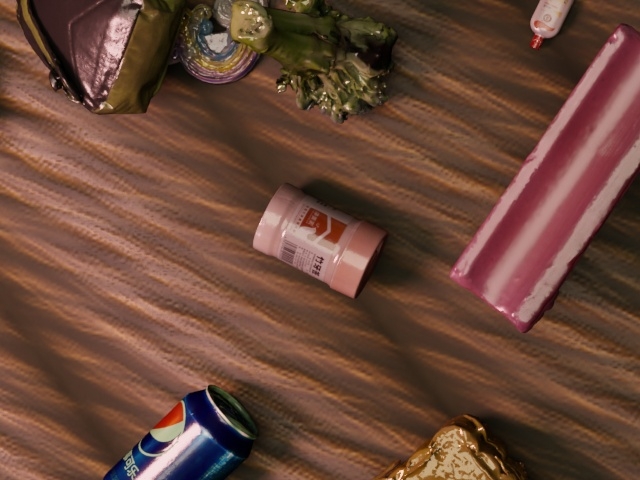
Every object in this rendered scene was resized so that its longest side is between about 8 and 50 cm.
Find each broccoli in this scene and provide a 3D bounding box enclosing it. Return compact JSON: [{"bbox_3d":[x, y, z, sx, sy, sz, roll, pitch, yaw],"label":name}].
[{"bbox_3d":[-0.026,-0.236,1.802,0.165,0.304,0.145,29,97,24],"label":"broccoli"}]

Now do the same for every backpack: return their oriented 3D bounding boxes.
[{"bbox_3d":[-0.297,-0.289,1.894,0.253,0.140,0.207,40,119,30],"label":"backpack"}]

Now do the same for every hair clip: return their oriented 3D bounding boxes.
[{"bbox_3d":[-0.143,-0.262,1.951,0.172,0.049,0.116,-12,104,2],"label":"hair clip"}]

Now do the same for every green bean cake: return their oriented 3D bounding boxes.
[{"bbox_3d":[0.174,0.359,1.877,0.230,0.131,0.224,-43,83,12],"label":"green bean cake"}]

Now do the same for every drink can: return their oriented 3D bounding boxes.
[{"bbox_3d":[-0.183,0.290,1.940,0.205,0.118,0.118,-44,85,7],"label":"drink can"}]

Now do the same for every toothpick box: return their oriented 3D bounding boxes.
[{"bbox_3d":[0.000,0.000,1.906,0.149,0.098,0.098,26,96,8],"label":"toothpick box"}]

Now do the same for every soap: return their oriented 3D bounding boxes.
[{"bbox_3d":[0.309,-0.073,1.784,0.128,0.233,0.359,35,98,8],"label":"soap"}]

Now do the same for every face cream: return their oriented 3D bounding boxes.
[{"bbox_3d":[0.291,-0.283,1.885,0.040,0.021,0.083,26,97,8],"label":"face cream"}]
